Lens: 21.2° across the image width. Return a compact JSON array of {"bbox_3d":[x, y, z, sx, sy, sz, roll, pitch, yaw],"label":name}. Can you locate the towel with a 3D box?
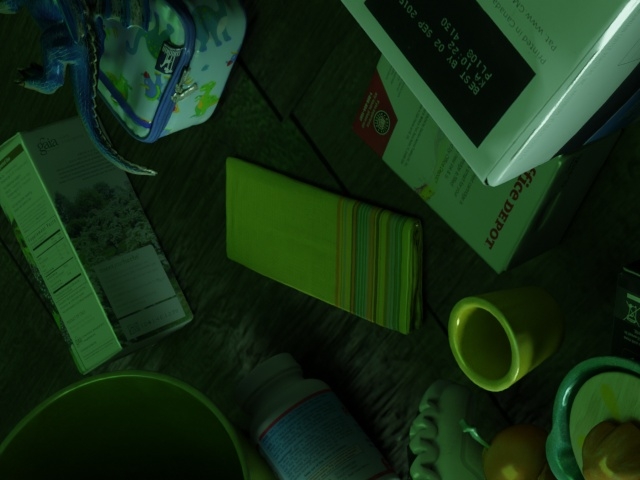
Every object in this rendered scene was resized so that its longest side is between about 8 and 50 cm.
[{"bbox_3d":[0.000,0.000,1.488,0.237,0.021,0.102,21,117,43],"label":"towel"}]

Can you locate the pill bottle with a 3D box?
[{"bbox_3d":[-0.007,0.182,1.526,0.160,0.087,0.087,52,139,19],"label":"pill bottle"}]

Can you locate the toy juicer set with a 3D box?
[{"bbox_3d":[0.210,0.171,1.130,0.329,0.089,0.209,24,124,44],"label":"toy juicer set"}]

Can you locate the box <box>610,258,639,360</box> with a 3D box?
[{"bbox_3d":[0.360,0.209,1.116,0.395,0.097,0.318,24,123,41],"label":"box"}]

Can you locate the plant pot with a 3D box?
[{"bbox_3d":[-0.117,0.289,1.505,0.275,0.293,0.274,-11,63,22],"label":"plant pot"}]

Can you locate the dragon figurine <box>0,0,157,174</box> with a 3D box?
[{"bbox_3d":[-0.202,-0.195,1.427,0.144,0.085,0.289,-32,79,49],"label":"dragon figurine"}]

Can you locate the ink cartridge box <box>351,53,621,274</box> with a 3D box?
[{"bbox_3d":[0.120,-0.082,1.268,0.175,0.072,0.127,46,136,24],"label":"ink cartridge box"}]

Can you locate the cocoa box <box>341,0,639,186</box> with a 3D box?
[{"bbox_3d":[0.125,-0.255,1.055,0.347,0.228,0.231,54,139,16],"label":"cocoa box"}]

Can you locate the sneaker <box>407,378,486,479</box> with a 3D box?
[{"bbox_3d":[0.126,0.237,1.278,0.110,0.118,0.292,79,-174,-55],"label":"sneaker"}]

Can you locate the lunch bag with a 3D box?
[{"bbox_3d":[-0.167,-0.207,1.525,0.219,0.090,0.176,52,141,19],"label":"lunch bag"}]

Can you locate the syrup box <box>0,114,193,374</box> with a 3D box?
[{"bbox_3d":[-0.230,0.000,1.689,0.096,0.093,0.237,-32,83,51],"label":"syrup box"}]

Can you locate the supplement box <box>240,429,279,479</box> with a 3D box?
[{"bbox_3d":[-0.080,0.214,1.651,0.083,0.055,0.043,8,112,46],"label":"supplement box"}]
